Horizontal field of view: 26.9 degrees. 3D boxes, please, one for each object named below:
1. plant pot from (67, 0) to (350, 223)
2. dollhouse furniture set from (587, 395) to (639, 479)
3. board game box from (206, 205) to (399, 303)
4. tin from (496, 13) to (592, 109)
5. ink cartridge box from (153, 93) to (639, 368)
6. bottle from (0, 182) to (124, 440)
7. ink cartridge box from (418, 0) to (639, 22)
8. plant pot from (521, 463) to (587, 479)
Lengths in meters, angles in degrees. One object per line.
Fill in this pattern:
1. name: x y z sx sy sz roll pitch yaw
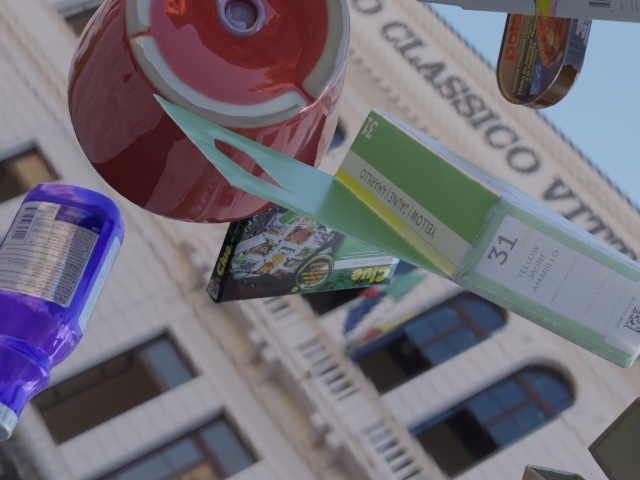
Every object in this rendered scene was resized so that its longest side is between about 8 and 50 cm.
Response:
1. plant pot: -0.092 -0.168 1.242 0.274 0.275 0.243 63 -15 4
2. dollhouse furniture set: 0.418 0.218 1.338 0.161 0.242 0.212 58 -39 26
3. board game box: 0.000 0.000 1.511 0.030 0.260 0.136 43 -56 39
4. tin: 0.237 -0.229 1.394 0.106 0.040 0.189 7 -96 55
5. ink cartridge box: 0.044 -0.026 0.685 0.235 0.056 0.171 27 8 -26
6. bottle: -0.303 0.072 1.412 0.118 0.282 0.092 11 -33 11
7. ink cartridge box: 0.149 -0.214 0.892 0.198 0.067 0.115 12 -49 33
8. plant pot: 0.323 0.373 1.789 0.109 0.109 0.096 38 -72 53
